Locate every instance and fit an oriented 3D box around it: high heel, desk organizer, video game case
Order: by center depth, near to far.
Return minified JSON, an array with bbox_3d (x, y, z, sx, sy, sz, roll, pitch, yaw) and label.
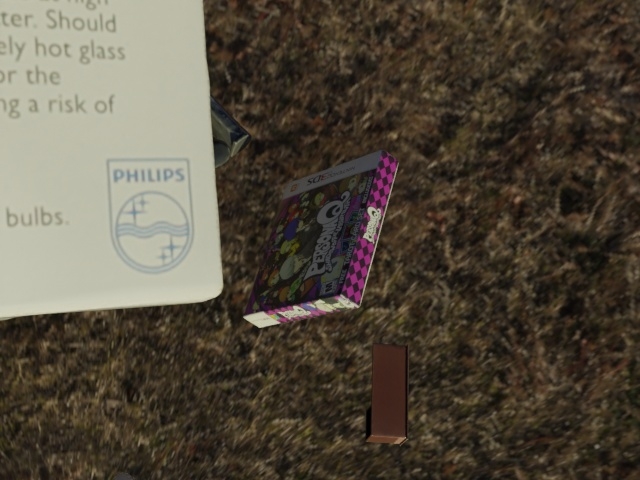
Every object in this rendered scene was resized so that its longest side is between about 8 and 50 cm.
[{"bbox_3d":[0.090,0.206,1.378,0.050,0.047,0.130,5,68,-6],"label":"desk organizer"},{"bbox_3d":[0.000,0.000,1.419,0.042,0.210,0.232,34,59,-31],"label":"video game case"},{"bbox_3d":[-0.244,-0.157,1.423,0.186,0.093,0.261,46,46,13],"label":"high heel"}]

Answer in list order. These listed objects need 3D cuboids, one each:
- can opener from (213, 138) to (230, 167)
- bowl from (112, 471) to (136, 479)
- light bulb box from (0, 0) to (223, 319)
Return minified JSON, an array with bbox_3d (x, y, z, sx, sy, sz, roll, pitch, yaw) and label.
[{"bbox_3d":[-0.159,-0.039,0.852,0.186,0.059,0.073,-32,108,-28],"label":"can opener"},{"bbox_3d":[-0.243,0.440,1.214,0.134,0.298,0.297,-20,74,-24],"label":"bowl"},{"bbox_3d":[-0.217,-0.145,0.430,0.225,0.358,0.361,-3,89,-29],"label":"light bulb box"}]
